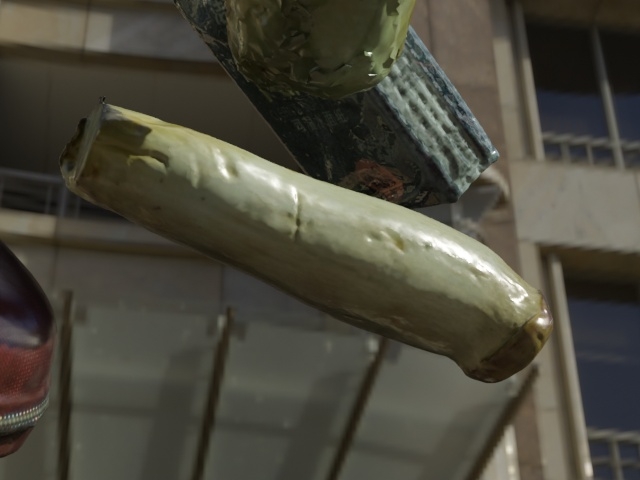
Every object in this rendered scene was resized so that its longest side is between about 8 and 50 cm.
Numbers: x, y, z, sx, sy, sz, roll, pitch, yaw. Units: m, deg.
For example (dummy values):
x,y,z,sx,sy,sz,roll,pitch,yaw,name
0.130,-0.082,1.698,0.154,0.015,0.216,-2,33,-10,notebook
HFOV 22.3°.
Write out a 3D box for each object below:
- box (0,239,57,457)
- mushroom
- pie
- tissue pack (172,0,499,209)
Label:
x,y,z,sx,sy,sz,roll,pitch,yaw,name
-0.284,-0.011,0.664,0.108,0.263,0.404,-55,-34,9,box
0.000,0.000,0.958,0.312,0.081,0.100,24,-9,-15,mushroom
0.013,-0.296,0.789,0.180,0.418,0.395,-1,-46,3,pie
0.010,-0.170,1.625,0.315,0.103,0.228,52,-27,-17,tissue pack
